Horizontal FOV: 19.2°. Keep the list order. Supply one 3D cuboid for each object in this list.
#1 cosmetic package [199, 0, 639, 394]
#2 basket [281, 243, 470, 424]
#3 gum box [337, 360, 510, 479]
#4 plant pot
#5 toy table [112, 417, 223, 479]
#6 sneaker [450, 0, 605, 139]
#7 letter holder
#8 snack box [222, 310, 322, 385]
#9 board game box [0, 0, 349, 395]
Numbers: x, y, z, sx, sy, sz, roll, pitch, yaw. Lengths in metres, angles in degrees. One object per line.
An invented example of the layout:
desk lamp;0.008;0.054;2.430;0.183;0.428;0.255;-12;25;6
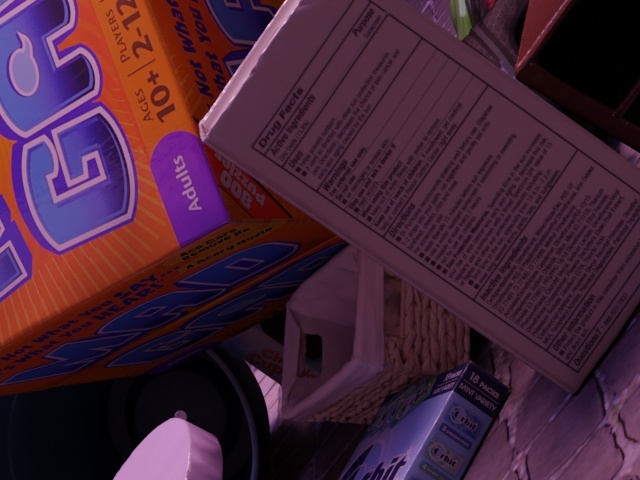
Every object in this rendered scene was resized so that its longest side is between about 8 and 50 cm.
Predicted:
cosmetic package;0.080;-0.048;1.256;0.153;0.296;0.129;-54;9;3
basket;0.045;0.080;1.532;0.167;0.103;0.113;137;140;-60
gum box;0.050;0.186;1.386;0.184;0.041;0.157;-59;10;-24
plant pot;-0.171;0.196;1.919;0.272;0.271;0.255;-53;-6;8
toy table;-0.085;0.273;1.237;0.274;0.161;0.252;-63;22;-4
sneaker;0.210;-0.176;1.642;0.202;0.185;0.483;-25;25;31
letter holder;0.264;-0.215;1.324;0.214;0.152;0.302;-57;6;29
snack box;0.000;0.000;1.918;0.060;0.187;0.322;-45;13;49
board game box;-0.163;-0.104;1.572;0.356;0.356;0.356;-28;-13;29
